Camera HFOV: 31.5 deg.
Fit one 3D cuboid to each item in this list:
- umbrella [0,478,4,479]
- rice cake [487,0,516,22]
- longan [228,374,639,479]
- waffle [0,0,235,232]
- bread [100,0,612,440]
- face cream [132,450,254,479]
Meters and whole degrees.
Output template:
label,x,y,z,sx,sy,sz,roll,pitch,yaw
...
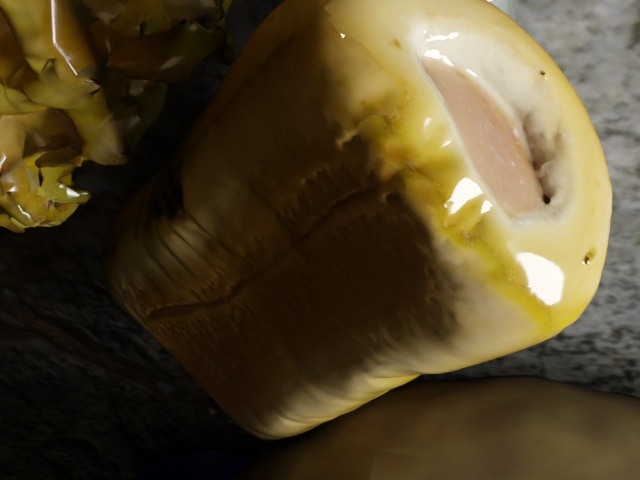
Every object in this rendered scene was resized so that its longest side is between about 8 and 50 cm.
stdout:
label,x,y,z,sx,sy,sz,roll,pitch,yaw
umbrella,-0.338,0.173,0.940,0.165,0.027,0.025,25,171,-19
rice cake,0.064,-0.035,0.467,0.047,0.036,0.207,8,147,19
longan,0.115,0.266,0.569,0.435,0.404,0.404,10,146,16
waffle,-0.209,-0.135,0.384,0.379,0.095,0.382,27,142,-18
bread,0.000,0.000,0.454,0.142,0.091,0.305,44,153,-6
face cream,-0.076,0.266,0.838,0.205,0.111,0.206,10,126,14
